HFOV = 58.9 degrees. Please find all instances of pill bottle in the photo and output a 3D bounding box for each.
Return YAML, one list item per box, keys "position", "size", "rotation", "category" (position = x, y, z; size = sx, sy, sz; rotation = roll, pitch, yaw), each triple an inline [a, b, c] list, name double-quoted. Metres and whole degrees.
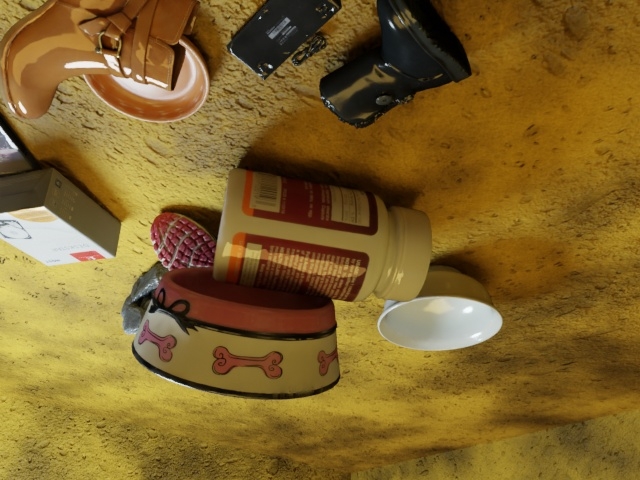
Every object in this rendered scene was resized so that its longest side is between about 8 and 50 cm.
- position: [0.000, 0.000, 1.110]
  size: [0.392, 0.224, 0.224]
  rotation: [10, 145, -10]
  category: "pill bottle"

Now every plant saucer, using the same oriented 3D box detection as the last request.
- position: [-0.273, -0.270, 0.894]
  size: [0.200, 0.037, 0.200]
  rotation: [1, 145, 1]
  category: "plant saucer"

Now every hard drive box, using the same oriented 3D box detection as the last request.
- position: [-0.563, -0.041, 1.182]
  size: [0.181, 0.089, 0.232]
  rotation: [-8, 152, 15]
  category: "hard drive box"

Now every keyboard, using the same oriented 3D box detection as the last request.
- position: [-0.047, -0.308, 0.839]
  size: [0.108, 0.023, 0.180]
  rotation: [34, 136, -29]
  category: "keyboard"

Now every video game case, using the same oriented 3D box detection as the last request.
- position: [-0.663, -0.198, 1.038]
  size: [0.196, 0.026, 0.274]
  rotation: [-2, 147, 6]
  category: "video game case"

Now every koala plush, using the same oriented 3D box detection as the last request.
- position: [-0.379, 0.192, 1.467]
  size: [0.221, 0.196, 0.203]
  rotation: [27, 150, -32]
  category: "koala plush"

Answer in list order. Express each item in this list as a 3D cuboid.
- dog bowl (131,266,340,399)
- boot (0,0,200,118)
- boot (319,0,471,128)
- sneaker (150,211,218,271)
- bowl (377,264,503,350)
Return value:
- position: [-0.149, 0.161, 1.113]
  size: [0.408, 0.150, 0.408]
  rotation: [10, -175, -1]
  category: "dog bowl"
- position: [-0.305, -0.258, 0.788]
  size: [0.220, 0.109, 0.283]
  rotation: [24, 112, -10]
  category: "boot"
- position: [0.081, -0.251, 0.812]
  size: [0.207, 0.094, 0.246]
  rotation: [-21, 162, 28]
  category: "boot"
- position: [-0.263, 0.042, 1.298]
  size: [0.121, 0.112, 0.299]
  rotation: [-46, 119, 4]
  category: "sneaker"
- position: [0.287, 0.153, 1.396]
  size: [0.298, 0.134, 0.298]
  rotation: [1, 146, 1]
  category: "bowl"
